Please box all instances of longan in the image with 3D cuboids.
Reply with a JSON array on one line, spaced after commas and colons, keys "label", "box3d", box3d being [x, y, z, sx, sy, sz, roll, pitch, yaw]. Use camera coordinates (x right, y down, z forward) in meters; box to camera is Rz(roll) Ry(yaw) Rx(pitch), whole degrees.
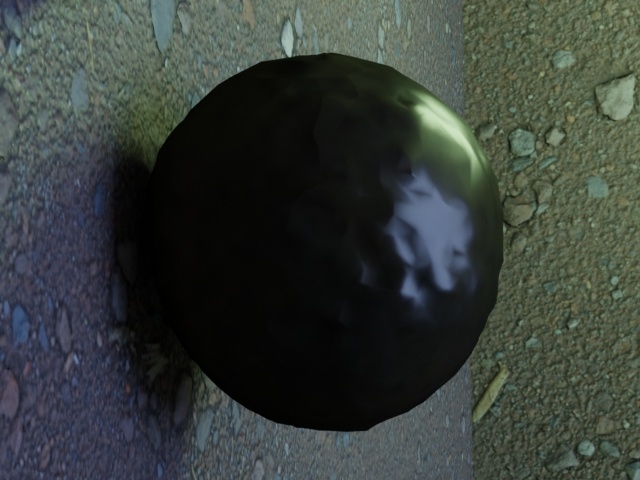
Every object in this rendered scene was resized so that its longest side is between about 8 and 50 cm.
[{"label": "longan", "box3d": [0.000, 0.000, 1.836, 0.391, 0.391, 0.391, -3, 90, -75]}]
